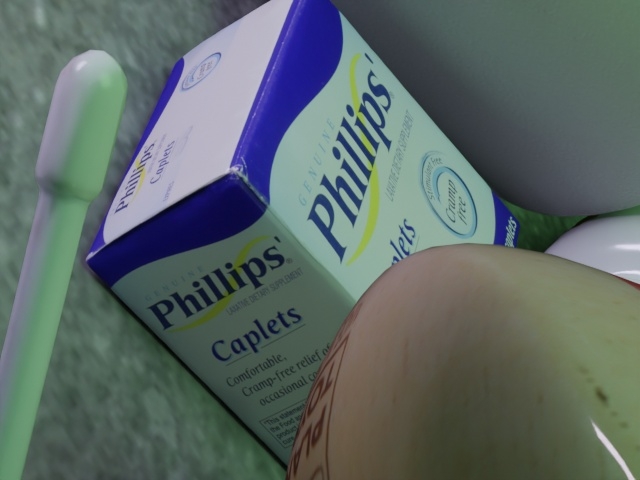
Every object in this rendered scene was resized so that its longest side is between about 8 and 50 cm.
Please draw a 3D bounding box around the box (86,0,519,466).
[{"bbox_3d":[0.000,0.000,0.705,0.137,0.072,0.126,47,34,-22],"label":"box"}]

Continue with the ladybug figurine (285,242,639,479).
[{"bbox_3d":[0.096,0.198,0.466,0.162,0.305,0.449,-2,61,-17],"label":"ladybug figurine"}]

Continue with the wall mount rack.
[{"bbox_3d":[-0.111,0.112,0.399,0.350,0.130,0.304,3,64,-56],"label":"wall mount rack"}]

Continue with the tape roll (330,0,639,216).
[{"bbox_3d":[0.107,-0.154,0.817,0.169,0.246,0.246,41,37,-30],"label":"tape roll"}]

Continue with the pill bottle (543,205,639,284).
[{"bbox_3d":[0.152,0.043,0.835,0.131,0.131,0.229,61,31,-1],"label":"pill bottle"}]
